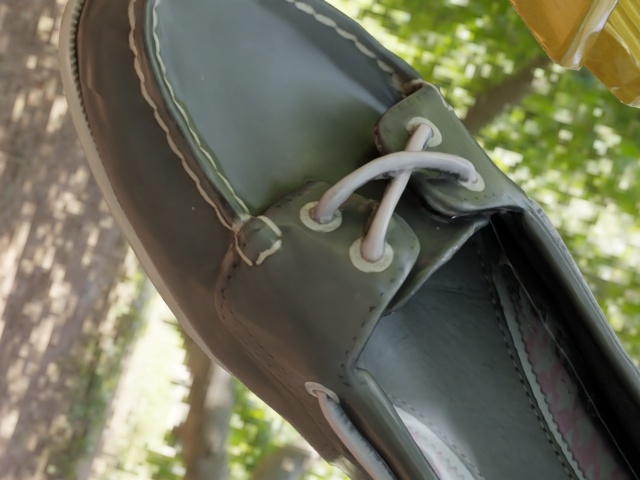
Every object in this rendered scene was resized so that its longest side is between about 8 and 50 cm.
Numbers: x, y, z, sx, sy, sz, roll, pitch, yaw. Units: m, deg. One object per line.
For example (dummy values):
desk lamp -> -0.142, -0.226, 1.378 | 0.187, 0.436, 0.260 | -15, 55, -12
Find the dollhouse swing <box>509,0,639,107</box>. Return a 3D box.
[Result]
dollhouse swing -> 0.257, -0.289, 1.009 | 0.305, 0.315, 0.347 | -41, 157, 26

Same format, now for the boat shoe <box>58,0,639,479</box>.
boat shoe -> 0.053, 0.044, 0.486 | 0.112, 0.335, 0.095 | -40, -168, -33
